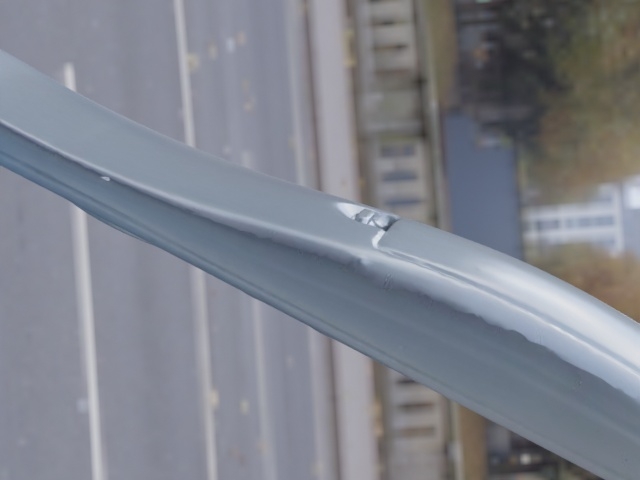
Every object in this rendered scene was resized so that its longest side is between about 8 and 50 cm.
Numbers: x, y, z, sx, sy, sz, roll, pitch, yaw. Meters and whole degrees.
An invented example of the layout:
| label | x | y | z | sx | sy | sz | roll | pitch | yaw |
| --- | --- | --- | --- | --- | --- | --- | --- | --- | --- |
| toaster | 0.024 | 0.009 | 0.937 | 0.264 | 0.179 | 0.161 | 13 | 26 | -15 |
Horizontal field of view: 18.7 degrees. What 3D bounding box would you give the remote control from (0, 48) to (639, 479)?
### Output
| label | x | y | z | sx | sy | sz | roll | pitch | yaw |
| --- | --- | --- | --- | --- | --- | --- | --- | --- | --- |
| remote control | 0.000 | 0.000 | 0.385 | 0.027 | 0.184 | 0.050 | -65 | 174 | 14 |
